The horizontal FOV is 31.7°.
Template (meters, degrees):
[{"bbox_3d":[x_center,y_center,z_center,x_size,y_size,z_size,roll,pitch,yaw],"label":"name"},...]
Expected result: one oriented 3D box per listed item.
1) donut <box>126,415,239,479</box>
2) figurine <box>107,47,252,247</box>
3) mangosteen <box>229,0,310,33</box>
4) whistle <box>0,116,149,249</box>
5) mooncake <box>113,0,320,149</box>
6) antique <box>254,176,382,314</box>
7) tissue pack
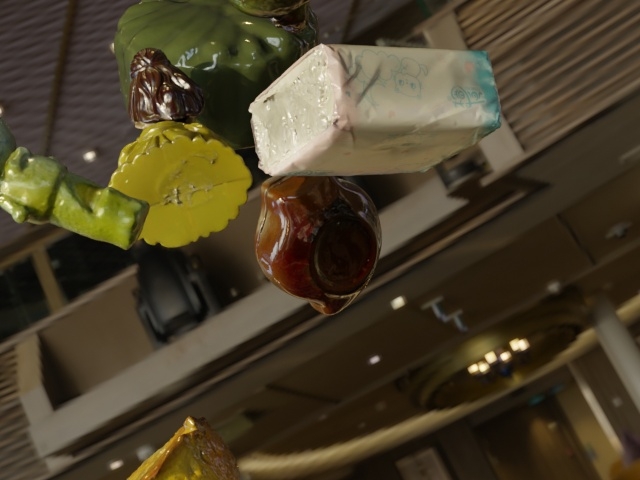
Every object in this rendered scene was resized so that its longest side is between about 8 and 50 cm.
[{"bbox_3d":[-0.137,0.231,0.951,0.174,0.075,0.190,-50,3,-24],"label":"donut"},{"bbox_3d":[-0.212,-0.146,1.610,0.187,0.315,0.168,-40,-58,15],"label":"figurine"},{"bbox_3d":[-0.055,-0.331,0.911,0.300,0.300,0.300,-25,-16,-7],"label":"mangosteen"},{"bbox_3d":[-0.215,-0.040,0.762,0.104,0.198,0.057,-78,12,-51],"label":"whistle"},{"bbox_3d":[-0.172,-0.315,1.925,0.356,0.356,0.194,-19,-48,-26],"label":"mooncake"},{"bbox_3d":[0.000,0.000,1.876,0.223,0.129,0.278,-32,-51,-23],"label":"antique"},{"bbox_3d":[0.072,-0.161,1.428,0.271,0.124,0.201,-3,-18,-34],"label":"tissue pack"}]
